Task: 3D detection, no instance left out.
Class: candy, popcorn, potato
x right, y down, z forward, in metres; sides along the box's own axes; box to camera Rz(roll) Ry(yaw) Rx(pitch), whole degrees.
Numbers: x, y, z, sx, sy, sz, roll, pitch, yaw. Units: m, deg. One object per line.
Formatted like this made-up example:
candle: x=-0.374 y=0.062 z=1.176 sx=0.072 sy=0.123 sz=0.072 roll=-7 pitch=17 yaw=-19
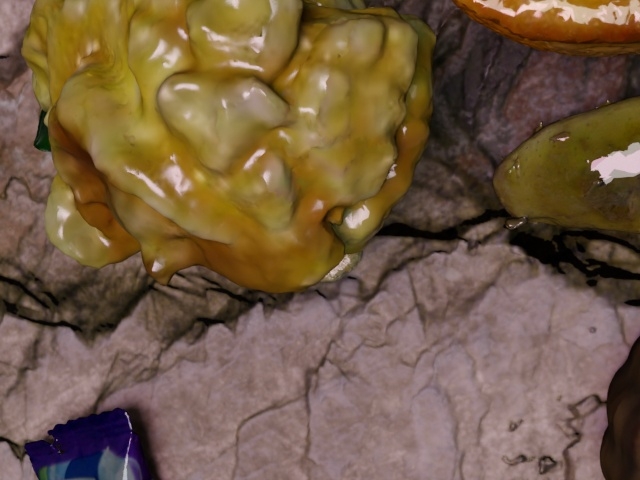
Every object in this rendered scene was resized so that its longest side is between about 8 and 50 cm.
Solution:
candy: x=-0.196 y=0.305 z=0.845 sx=0.145 sy=0.070 sz=0.275 roll=-21 pitch=99 yaw=22
popcorn: x=-0.067 y=-0.105 z=0.643 sx=0.279 sy=0.335 sz=0.275 roll=-3 pitch=100 yaw=-31
potato: x=0.253 y=-0.059 z=0.676 sx=0.225 sy=0.090 sz=0.117 roll=-7 pitch=104 yaw=20

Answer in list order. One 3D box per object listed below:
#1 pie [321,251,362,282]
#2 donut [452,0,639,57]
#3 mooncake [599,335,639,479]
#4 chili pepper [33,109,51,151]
pie: x=0.000 y=0.000 z=0.776 sx=0.084 sy=0.020 sz=0.085 roll=2 pitch=102 yaw=12
donut: x=0.189 y=-0.249 z=0.540 sx=0.302 sy=0.110 sz=0.303 roll=-2 pitch=82 yaw=11
mooncake: x=0.374 y=0.174 z=0.651 sx=0.290 sy=0.161 sz=0.291 roll=1 pitch=98 yaw=11
chili pepper: x=-0.205 y=-0.160 z=0.774 sx=0.098 sy=0.061 sz=0.224 roll=17 pitch=100 yaw=2
